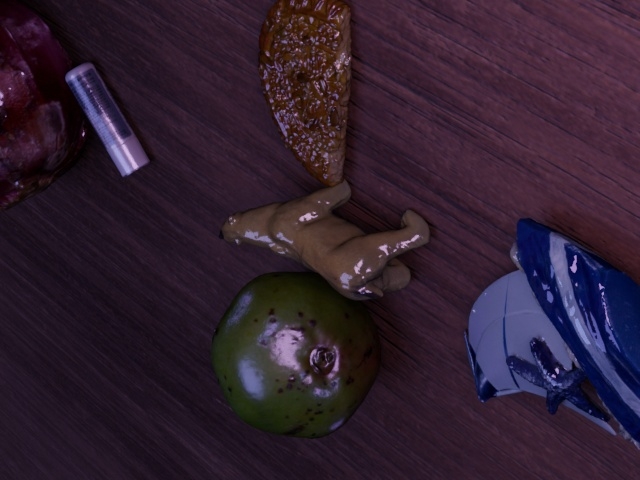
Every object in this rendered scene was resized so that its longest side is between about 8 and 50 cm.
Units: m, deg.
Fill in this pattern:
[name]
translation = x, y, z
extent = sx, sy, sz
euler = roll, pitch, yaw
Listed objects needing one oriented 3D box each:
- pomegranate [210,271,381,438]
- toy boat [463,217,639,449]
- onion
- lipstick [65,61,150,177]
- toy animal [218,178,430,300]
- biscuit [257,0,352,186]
[pomegranate]
translation = -0.036, 0.116, 1.427
extent = 0.181, 0.181, 0.224
euler = 64, 168, -14
[toy boat]
translation = 0.215, 0.109, 1.166
extent = 0.210, 0.070, 0.292
euler = 49, 152, 19
[onion]
translation = -0.469, -0.159, 1.670
extent = 0.336, 0.260, 0.282
euler = -20, 97, 59
[lipstick]
translation = -0.255, -0.145, 1.587
extent = 0.040, 0.040, 0.141
euler = -18, 104, 58
[toy animal]
translation = 0.000, 0.000, 1.316
extent = 0.218, 0.101, 0.103
euler = 31, 142, 34
[biscuit]
translation = -0.018, -0.152, 1.262
extent = 0.126, 0.025, 0.206
euler = 36, 141, 34
